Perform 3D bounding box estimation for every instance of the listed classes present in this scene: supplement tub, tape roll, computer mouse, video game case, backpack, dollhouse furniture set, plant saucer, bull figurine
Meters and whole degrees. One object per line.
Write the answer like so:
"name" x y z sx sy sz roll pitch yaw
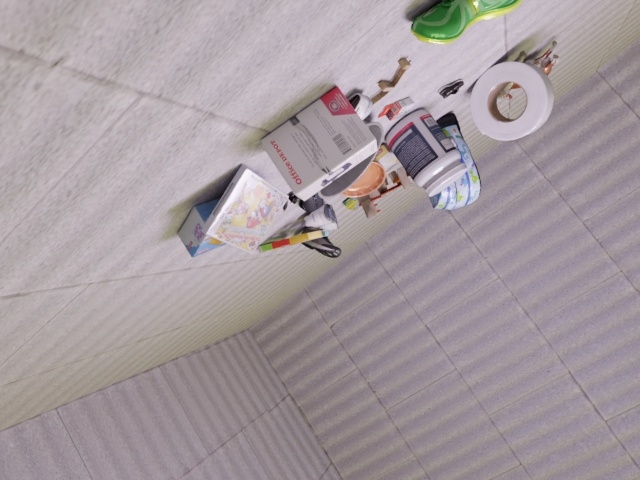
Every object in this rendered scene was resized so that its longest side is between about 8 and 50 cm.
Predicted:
"supplement tub" 0.384 -0.316 1.823 0.191 0.272 0.191 -32 170 -7
"tape roll" 0.712 -0.520 1.881 0.100 0.286 0.286 -23 165 -49
"computer mouse" -0.057 -0.139 1.870 0.184 0.060 0.262 -32 169 -15
"video game case" -0.202 -0.077 1.398 0.206 0.026 0.227 -58 150 1
"backpack" 0.538 -0.303 2.137 0.273 0.355 0.290 -30 170 -15
"dollhouse furniture set" 0.281 -0.210 2.179 0.259 0.135 0.262 -28 -175 -33
"plant saucer" 0.149 -0.241 1.913 0.200 0.037 0.200 -11 147 -7
"bull figurine" 0.829 -0.679 2.021 0.310 0.101 0.188 -29 167 -22

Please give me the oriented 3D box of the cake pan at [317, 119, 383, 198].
"cake pan" 0.080 -0.259 1.574 0.293 0.054 0.293 -41 160 -18

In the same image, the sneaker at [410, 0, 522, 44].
"sneaker" 0.328 -0.547 1.140 0.295 0.109 0.123 -30 144 -7

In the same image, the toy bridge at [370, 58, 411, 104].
"toy bridge" 0.183 -0.426 1.385 0.188 0.026 0.063 -41 170 35

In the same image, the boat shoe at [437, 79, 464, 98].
"boat shoe" 0.463 -0.527 1.756 0.125 0.038 0.046 -27 168 -34

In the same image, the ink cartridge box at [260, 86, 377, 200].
"ink cartridge box" -0.002 -0.238 1.262 0.237 0.172 0.100 -35 170 3

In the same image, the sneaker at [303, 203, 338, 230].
"sneaker" 0.002 -0.095 2.218 0.129 0.111 0.297 -18 169 9

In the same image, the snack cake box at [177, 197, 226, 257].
"snack cake box" -0.270 -0.061 1.485 0.264 0.089 0.152 -25 167 -43

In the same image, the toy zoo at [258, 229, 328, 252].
"toy zoo" -0.099 -0.002 2.167 0.293 0.030 0.192 -15 179 25

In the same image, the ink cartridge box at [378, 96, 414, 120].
"ink cartridge box" 0.242 -0.416 1.608 0.115 0.029 0.063 -28 169 -32

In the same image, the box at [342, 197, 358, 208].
"box" 0.174 -0.192 2.401 0.105 0.043 0.179 -37 168 16

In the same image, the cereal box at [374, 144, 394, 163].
"cereal box" 0.240 -0.315 2.012 0.173 0.047 0.240 -36 170 28

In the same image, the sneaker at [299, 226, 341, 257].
"sneaker" 0.000 0.000 2.279 0.100 0.271 0.108 37 83 -44

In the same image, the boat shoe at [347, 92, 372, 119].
"boat shoe" 0.041 -0.313 1.367 0.226 0.083 0.076 -49 154 16
